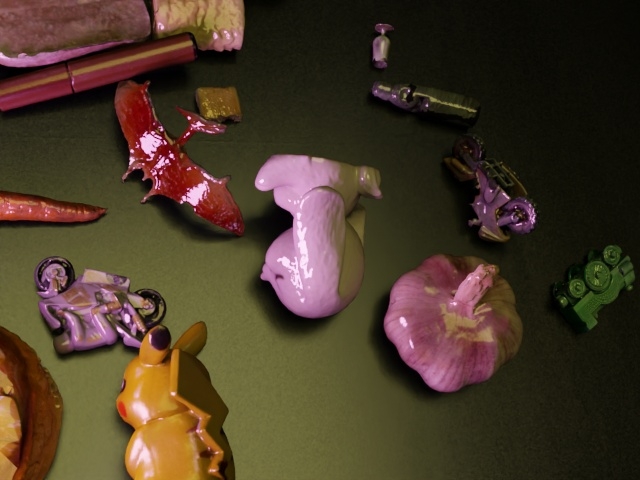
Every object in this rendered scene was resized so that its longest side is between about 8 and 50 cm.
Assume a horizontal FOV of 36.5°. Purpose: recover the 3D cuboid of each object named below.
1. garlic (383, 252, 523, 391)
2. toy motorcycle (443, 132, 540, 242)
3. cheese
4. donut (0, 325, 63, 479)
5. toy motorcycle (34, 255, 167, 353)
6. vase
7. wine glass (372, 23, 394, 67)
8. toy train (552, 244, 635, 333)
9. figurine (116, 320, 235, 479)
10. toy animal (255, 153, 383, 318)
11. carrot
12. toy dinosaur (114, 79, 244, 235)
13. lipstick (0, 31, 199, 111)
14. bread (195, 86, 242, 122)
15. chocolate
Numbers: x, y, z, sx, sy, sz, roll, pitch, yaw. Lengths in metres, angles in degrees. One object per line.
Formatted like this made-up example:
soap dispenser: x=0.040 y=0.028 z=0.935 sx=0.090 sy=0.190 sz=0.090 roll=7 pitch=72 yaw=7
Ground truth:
garlic: x=0.246 y=0.114 z=1.657 sx=0.245 sy=0.253 sz=0.245 roll=6 pitch=62 yaw=-11
toy motorcycle: x=0.307 y=-0.087 z=1.813 sx=0.094 sy=0.130 sz=0.229 roll=-17 pitch=62 yaw=-42
cheese: x=-0.228 y=-0.412 z=1.790 sx=0.167 sy=0.094 sz=0.123 roll=-1 pitch=71 yaw=-14
donut: x=-0.553 y=0.272 z=1.453 sx=0.330 sy=0.160 sz=0.330 roll=2 pitch=69 yaw=-5
toy motorcycle: x=-0.375 y=0.122 z=1.592 sx=0.225 sy=0.073 sz=0.152 roll=20 pitch=70 yaw=-5
vase: x=0.200 y=-0.268 z=1.868 sx=0.211 sy=0.060 sz=0.060 roll=12 pitch=70 yaw=-9
wine glass: x=0.122 y=-0.379 z=1.898 sx=0.039 sy=0.042 sz=0.083 roll=-2 pitch=72 yaw=25
toy train: x=0.518 y=0.084 z=1.826 sx=0.178 sy=0.071 sz=0.104 roll=-38 pitch=92 yaw=-20
figurine: x=-0.227 y=0.283 z=1.513 sx=0.169 sy=0.218 sz=0.326 roll=-20 pitch=73 yaw=5
toy animal: x=0.000 y=0.000 z=1.649 sx=0.206 sy=0.272 sz=0.265 roll=3 pitch=84 yaw=13
carrot: x=-0.474 y=-0.052 z=1.642 sx=0.224 sy=0.057 sz=0.057 roll=5 pitch=71 yaw=-18
toy dinosaur: x=-0.260 y=-0.157 z=1.696 sx=0.327 sy=0.113 sz=0.206 roll=26 pitch=105 yaw=16
lipstick: x=-0.390 y=-0.299 z=1.706 sx=0.357 sy=0.057 sz=0.057 roll=-18 pitch=77 yaw=-10
bread: x=-0.186 y=-0.249 z=1.780 sx=0.083 sy=0.035 sz=0.070 roll=-11 pitch=76 yaw=-24
chocolate: x=-0.463 y=-0.393 z=1.722 sx=0.303 sy=0.100 sz=0.185 roll=-16 pitch=71 yaw=-23
